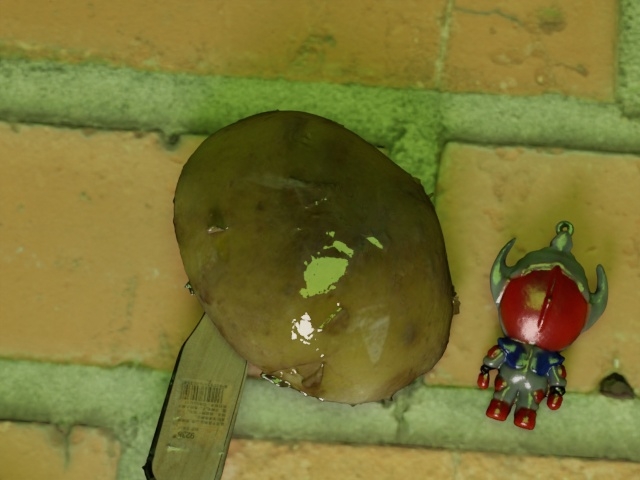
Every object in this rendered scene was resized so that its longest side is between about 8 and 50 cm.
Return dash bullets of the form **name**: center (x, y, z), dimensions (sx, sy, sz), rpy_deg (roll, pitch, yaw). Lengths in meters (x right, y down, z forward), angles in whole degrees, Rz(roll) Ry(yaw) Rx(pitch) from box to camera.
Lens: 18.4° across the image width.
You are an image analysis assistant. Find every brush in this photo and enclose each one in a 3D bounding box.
- **brush**: center (-0.088, 0.091, 1.799), dimensions (0.070, 0.065, 0.327), rpy_deg (11, 65, 7)

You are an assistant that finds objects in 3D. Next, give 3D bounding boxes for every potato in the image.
- **potato**: center (0.000, 0.000, 1.766), dimensions (0.239, 0.116, 0.299), rpy_deg (-28, 76, -20)

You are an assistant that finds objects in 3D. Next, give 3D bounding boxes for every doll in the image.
- **doll**: center (0.200, 0.075, 1.802), dimensions (0.104, 0.062, 0.194), rpy_deg (14, 82, 21)
